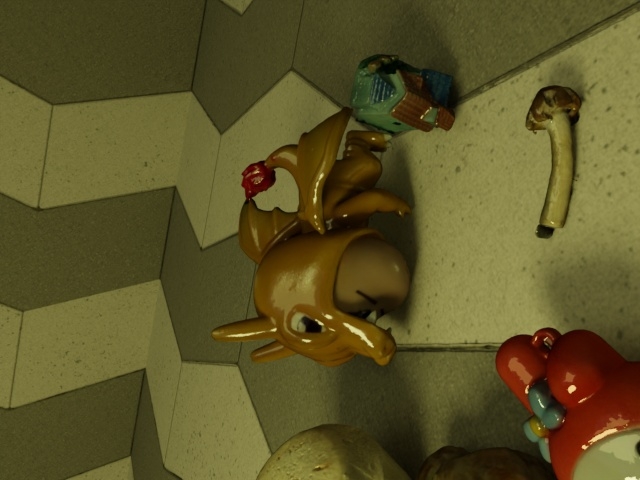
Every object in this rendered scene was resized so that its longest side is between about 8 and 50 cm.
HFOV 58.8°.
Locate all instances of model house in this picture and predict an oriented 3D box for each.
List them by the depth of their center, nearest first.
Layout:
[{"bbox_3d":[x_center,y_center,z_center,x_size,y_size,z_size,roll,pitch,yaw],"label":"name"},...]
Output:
[{"bbox_3d":[0.148,-0.226,0.885,0.148,0.148,0.119,22,98,47],"label":"model house"}]

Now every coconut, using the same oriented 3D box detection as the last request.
[{"bbox_3d":[0.032,0.414,0.829,0.237,0.266,0.237,-21,36,16],"label":"coconut"}]

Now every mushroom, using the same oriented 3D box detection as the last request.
[{"bbox_3d":[0.279,-0.096,0.687,0.060,0.061,0.187,-1,86,56],"label":"mushroom"}]

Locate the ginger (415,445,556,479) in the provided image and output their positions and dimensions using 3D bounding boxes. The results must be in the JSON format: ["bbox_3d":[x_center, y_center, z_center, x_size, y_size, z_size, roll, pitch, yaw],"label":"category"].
[{"bbox_3d":[0.204,0.352,0.630,0.304,0.155,0.245,-103,27,-47],"label":"ginger"}]

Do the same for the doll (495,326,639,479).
[{"bbox_3d":[0.284,0.185,0.525,0.290,0.129,0.161,51,134,35],"label":"doll"}]

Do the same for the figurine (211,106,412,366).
[{"bbox_3d":[-0.011,0.012,0.967,0.401,0.268,0.387,-20,55,51],"label":"figurine"}]
